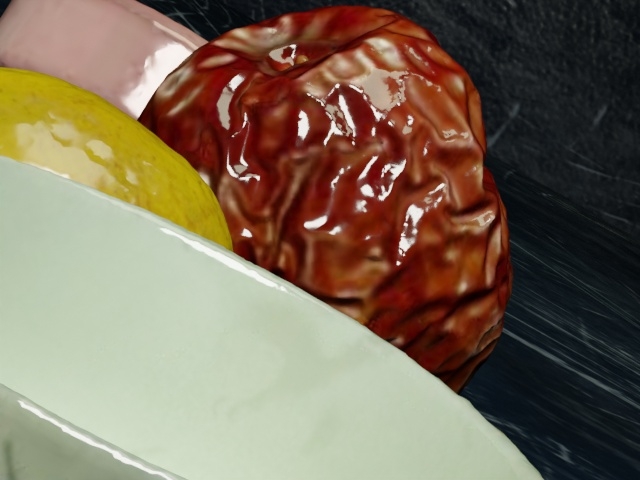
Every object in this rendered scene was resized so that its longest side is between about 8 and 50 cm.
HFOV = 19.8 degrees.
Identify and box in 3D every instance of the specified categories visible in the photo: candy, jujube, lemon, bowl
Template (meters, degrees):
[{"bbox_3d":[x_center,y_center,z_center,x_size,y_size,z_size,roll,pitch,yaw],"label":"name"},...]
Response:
[{"bbox_3d":[-0.122,-0.083,1.254,0.255,0.094,0.255,30,-10,6],"label":"candy"},{"bbox_3d":[0.000,0.000,0.997,0.213,0.232,0.213,-8,26,4],"label":"jujube"},{"bbox_3d":[-0.133,0.008,0.853,0.207,0.170,0.170,33,12,-9],"label":"lemon"},{"bbox_3d":[-0.081,0.091,0.644,0.307,0.163,0.307,28,12,-7],"label":"bowl"}]
